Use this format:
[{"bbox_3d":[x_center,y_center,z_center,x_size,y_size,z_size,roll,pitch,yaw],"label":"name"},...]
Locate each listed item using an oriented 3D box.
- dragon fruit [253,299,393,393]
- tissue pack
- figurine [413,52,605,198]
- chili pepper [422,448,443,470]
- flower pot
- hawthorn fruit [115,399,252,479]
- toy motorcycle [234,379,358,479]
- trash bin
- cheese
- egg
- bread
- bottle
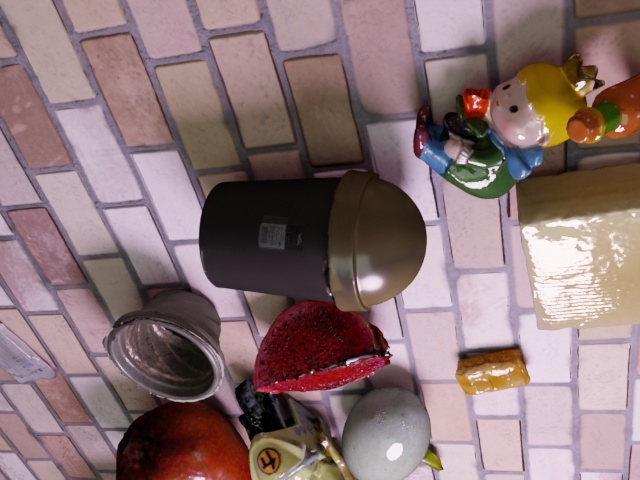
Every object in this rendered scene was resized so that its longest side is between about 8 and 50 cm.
[{"bbox_3d":[0.011,0.194,1.319,0.261,0.163,0.189,-17,95,21],"label":"dragon fruit"},{"bbox_3d":[-0.688,0.253,1.600,0.122,0.026,0.193,-21,122,28],"label":"tissue pack"},{"bbox_3d":[0.246,-0.172,0.974,0.185,0.127,0.234,33,140,-5],"label":"figurine"},{"bbox_3d":[0.177,0.448,1.552,0.201,0.052,0.050,18,96,0],"label":"chili pepper"},{"bbox_3d":[-0.276,0.186,1.373,0.235,0.141,0.236,7,129,9],"label":"flower pot"},{"bbox_3d":[-0.287,0.491,1.556,0.311,0.295,0.295,24,131,-9],"label":"hawthorn fruit"},{"bbox_3d":[-0.035,0.465,1.502,0.168,0.237,0.410,-36,117,10],"label":"toy motorcycle"},{"bbox_3d":[0.000,0.000,1.110,0.333,0.214,0.214,0,130,19],"label":"trash bin"},{"bbox_3d":[0.442,0.011,1.072,0.265,0.124,0.243,-8,131,18],"label":"cheese"},{"bbox_3d":[0.129,0.388,1.431,0.169,0.169,0.237,18,124,-2],"label":"egg"},{"bbox_3d":[0.320,0.246,1.344,0.132,0.053,0.074,-13,126,20],"label":"bread"},{"bbox_3d":[0.374,-0.163,0.902,0.069,0.187,0.069,33,135,42],"label":"bottle"}]
